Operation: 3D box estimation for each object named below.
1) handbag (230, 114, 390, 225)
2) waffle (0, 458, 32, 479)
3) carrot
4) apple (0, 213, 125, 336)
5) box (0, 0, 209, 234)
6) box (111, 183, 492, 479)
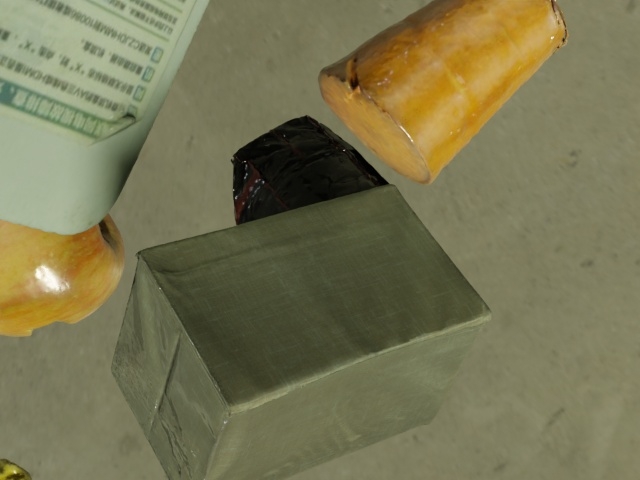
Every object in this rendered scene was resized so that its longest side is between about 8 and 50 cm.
[{"bbox_3d":[0.000,0.000,1.253,0.155,0.169,0.215,-32,143,-21],"label":"handbag"},{"bbox_3d":[-0.320,0.362,1.270,0.281,0.058,0.301,42,121,15],"label":"waffle"},{"bbox_3d":[0.147,-0.215,1.530,0.254,0.196,0.196,-44,110,-8],"label":"carrot"},{"bbox_3d":[-0.304,0.016,1.327,0.199,0.199,0.199,-3,110,-8],"label":"apple"},{"bbox_3d":[-0.233,-0.215,0.914,0.396,0.111,0.397,20,97,-57],"label":"box"},{"bbox_3d":[-0.021,0.077,0.972,0.231,0.155,0.149,-17,147,-32],"label":"box"}]
